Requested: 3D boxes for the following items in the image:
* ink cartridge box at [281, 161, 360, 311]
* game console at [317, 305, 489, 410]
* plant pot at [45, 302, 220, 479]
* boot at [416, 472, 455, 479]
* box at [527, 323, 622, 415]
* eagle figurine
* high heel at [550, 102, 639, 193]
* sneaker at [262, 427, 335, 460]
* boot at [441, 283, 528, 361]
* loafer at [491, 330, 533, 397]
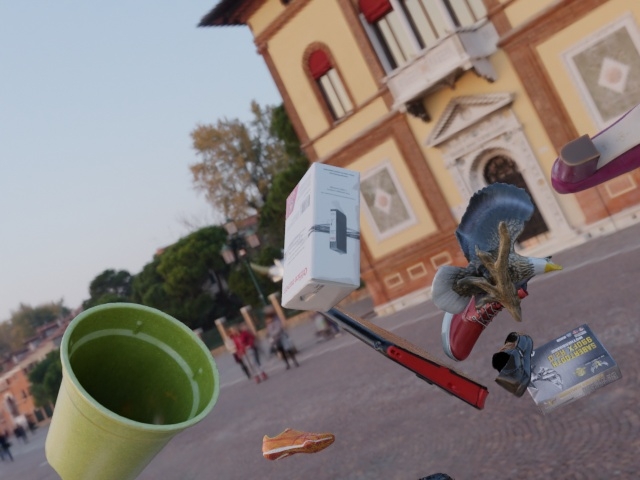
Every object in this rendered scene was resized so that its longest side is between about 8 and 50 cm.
[{"bbox_3d":[0.000,0.000,1.499,0.114,0.273,0.197,10,-25,-18],"label":"ink cartridge box"},{"bbox_3d":[0.172,0.256,1.583,0.386,0.342,0.060,23,85,61],"label":"game console"},{"bbox_3d":[-0.353,0.296,1.203,0.276,0.276,0.254,-20,-33,-57],"label":"plant pot"},{"bbox_3d":[0.198,0.512,1.179,0.094,0.207,0.246,-29,-33,24],"label":"boot"},{"bbox_3d":[0.663,0.347,1.860,0.231,0.056,0.183,-29,28,10],"label":"box"},{"bbox_3d":[0.358,0.040,1.345,0.226,0.225,0.298,-60,-1,24],"label":"eagle figurine"},{"bbox_3d":[0.693,-0.212,1.515,0.377,0.127,0.181,-16,-22,7],"label":"high heel"},{"bbox_3d":[-0.053,0.471,1.626,0.175,0.067,0.064,-8,-40,0],"label":"sneaker"},{"bbox_3d":[0.382,0.165,1.568,0.176,0.088,0.244,-5,57,57],"label":"boot"},{"bbox_3d":[0.433,0.265,1.561,0.220,0.078,0.080,-57,-10,-66],"label":"loafer"}]
